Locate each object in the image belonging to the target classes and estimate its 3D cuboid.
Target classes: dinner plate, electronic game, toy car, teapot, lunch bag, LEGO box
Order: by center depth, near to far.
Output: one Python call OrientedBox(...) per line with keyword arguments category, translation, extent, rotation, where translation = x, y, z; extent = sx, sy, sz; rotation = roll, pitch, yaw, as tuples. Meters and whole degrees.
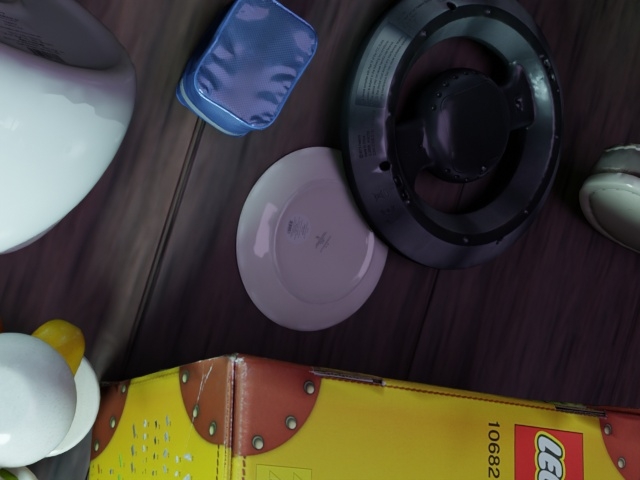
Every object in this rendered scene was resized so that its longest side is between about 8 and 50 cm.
OrientedBox(category="teapot", translation=(-0.232, -0.065, 0.666), extent=(0.256, 0.252, 0.187), rotation=(27, 106, -18))
OrientedBox(category="toy car", translation=(-0.220, 0.118, 0.747), extent=(0.136, 0.159, 0.182), rotation=(23, 82, 0))
OrientedBox(category="LEGO box", translation=(0.040, 0.347, 0.823), extent=(0.372, 0.193, 0.500), rotation=(13, 71, -33))
OrientedBox(category="lunch bag", translation=(-0.052, -0.124, 0.863), extent=(0.067, 0.065, 0.098), rotation=(35, 77, -17))
OrientedBox(category="dinner plate", translation=(0.000, 0.000, 0.946), extent=(0.141, 0.017, 0.141), rotation=(-4, 98, -33))
OrientedBox(category="electronic game", translation=(0.110, -0.091, 0.989), extent=(0.229, 0.048, 0.229), rotation=(-5, 99, -36))

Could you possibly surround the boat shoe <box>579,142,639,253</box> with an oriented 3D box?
OrientedBox(category="boat shoe", translation=(0.347, -0.022, 1.128), extent=(0.324, 0.116, 0.097), rotation=(27, 76, -38))
